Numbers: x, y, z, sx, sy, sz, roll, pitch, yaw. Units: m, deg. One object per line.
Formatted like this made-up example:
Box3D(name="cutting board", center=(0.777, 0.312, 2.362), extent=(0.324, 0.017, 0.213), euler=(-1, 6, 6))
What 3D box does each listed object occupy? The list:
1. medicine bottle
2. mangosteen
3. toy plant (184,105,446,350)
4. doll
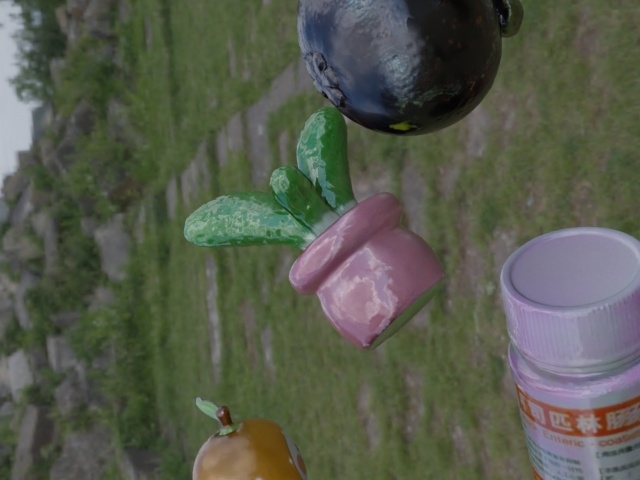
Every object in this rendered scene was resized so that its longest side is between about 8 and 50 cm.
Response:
Box3D(name="medicine bottle", center=(0.378, 0.191, 1.263), extent=(0.219, 0.219, 0.389), euler=(-125, 16, -59))
Box3D(name="mangosteen", center=(0.112, -0.274, 1.157), extent=(0.288, 0.287, 0.288), euler=(173, 90, -74))
Box3D(name="toy plant", center=(0.004, 0.005, 1.399), extent=(0.356, 0.317, 0.210), euler=(49, -179, 6))
Box3D(name="doll", center=(-0.138, 0.383, 1.574), extent=(0.236, 0.213, 0.213), euler=(63, 166, -7))
